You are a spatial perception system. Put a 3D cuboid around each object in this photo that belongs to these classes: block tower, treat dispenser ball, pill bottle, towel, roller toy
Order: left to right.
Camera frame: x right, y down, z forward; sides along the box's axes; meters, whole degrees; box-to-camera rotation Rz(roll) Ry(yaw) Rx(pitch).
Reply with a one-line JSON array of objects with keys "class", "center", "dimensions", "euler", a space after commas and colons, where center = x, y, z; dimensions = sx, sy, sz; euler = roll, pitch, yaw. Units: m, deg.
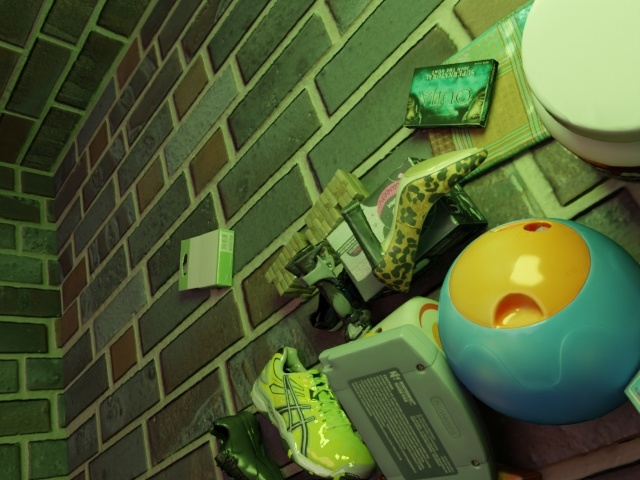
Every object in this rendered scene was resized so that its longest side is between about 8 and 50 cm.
[{"class": "block tower", "center": [0.000, 0.000, 1.250], "dimensions": [0.335, 0.091, 0.097], "euler": [-53, 48, 25]}, {"class": "roller toy", "center": [0.176, 0.214, 0.939], "dimensions": [0.191, 0.209, 0.146], "euler": [52, 123, 11]}, {"class": "towel", "center": [0.349, -0.288, 0.984], "dimensions": [0.370, 0.040, 0.271], "euler": [-29, 61, 40]}, {"class": "treat dispenser ball", "center": [0.313, 0.111, 0.750], "dimensions": [0.288, 0.288, 0.288], "euler": [-12, 73, 45]}, {"class": "pill bottle", "center": [0.387, -0.191, 0.636], "dimensions": [0.224, 0.392, 0.224], "euler": [0, 91, 35]}]

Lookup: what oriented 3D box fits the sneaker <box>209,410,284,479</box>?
[{"class": "sneaker", "center": [-0.190, 0.556, 1.302], "dimensions": [0.109, 0.130, 0.286], "euler": [-57, 48, 19]}]

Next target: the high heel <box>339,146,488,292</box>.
[{"class": "high heel", "center": [0.186, -0.031, 0.888], "dimensions": [0.261, 0.093, 0.186], "euler": [-28, 103, 17]}]

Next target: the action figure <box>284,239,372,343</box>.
[{"class": "action figure", "center": [0.049, 0.136, 1.074], "dimensions": [0.099, 0.285, 0.185], "euler": [-38, 9, -2]}]

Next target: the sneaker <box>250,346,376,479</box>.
[{"class": "sneaker", "center": [-0.023, 0.372, 1.156], "dimensions": [0.385, 0.145, 0.147], "euler": [29, 103, 44]}]

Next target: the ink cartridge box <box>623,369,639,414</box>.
[{"class": "ink cartridge box", "center": [0.551, 0.091, 0.512], "dimensions": [0.270, 0.151, 0.395], "euler": [28, 108, 0]}]

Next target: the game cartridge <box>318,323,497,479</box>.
[{"class": "game cartridge", "center": [0.147, 0.278, 0.838], "dimensions": [0.198, 0.062, 0.297], "euler": [-26, 98, 29]}]

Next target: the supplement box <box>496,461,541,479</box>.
[{"class": "supplement box", "center": [0.249, 0.412, 0.908], "dimensions": [0.233, 0.080, 0.078], "euler": [-5, 77, 44]}]

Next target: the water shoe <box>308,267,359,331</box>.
[{"class": "water shoe", "center": [0.045, 0.118, 1.183], "dimensions": [0.073, 0.080, 0.203], "euler": [39, 109, 43]}]

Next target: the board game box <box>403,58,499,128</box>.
[{"class": "board game box", "center": [0.252, -0.285, 1.045], "dimensions": [0.186, 0.026, 0.126], "euler": [12, 91, 49]}]

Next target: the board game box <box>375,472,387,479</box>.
[{"class": "board game box", "center": [0.091, 0.580, 0.975], "dimensions": [0.145, 0.027, 0.281], "euler": [37, 105, 14]}]

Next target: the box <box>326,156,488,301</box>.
[{"class": "box", "center": [0.159, -0.020, 1.024], "dimensions": [0.247, 0.142, 0.163], "euler": [-44, 67, 31]}]

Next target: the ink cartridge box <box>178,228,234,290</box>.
[{"class": "ink cartridge box", "center": [-0.356, 0.067, 1.638], "dimensions": [0.235, 0.056, 0.171], "euler": [-14, 71, 48]}]

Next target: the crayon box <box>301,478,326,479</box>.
[{"class": "crayon box", "center": [-0.088, 0.637, 1.140], "dimensions": [0.323, 0.083, 0.203], "euler": [-23, 87, 36]}]
